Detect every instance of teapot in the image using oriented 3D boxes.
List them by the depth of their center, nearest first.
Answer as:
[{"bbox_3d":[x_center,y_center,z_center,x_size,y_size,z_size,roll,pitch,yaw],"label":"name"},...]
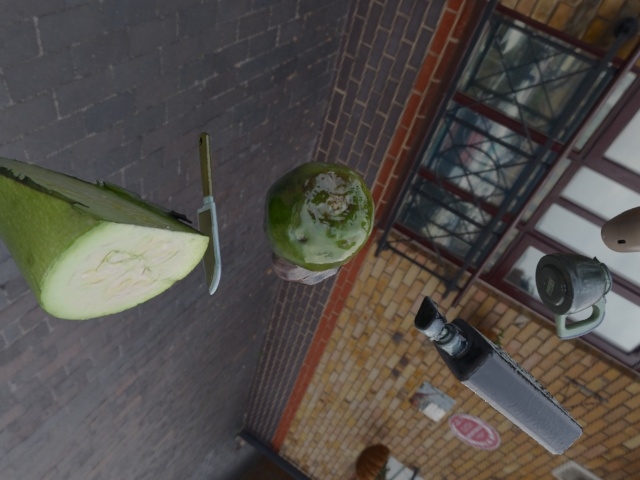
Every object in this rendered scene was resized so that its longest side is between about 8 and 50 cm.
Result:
[{"bbox_3d":[0.460,0.089,0.880,0.111,0.109,0.149,101,-21,-69],"label":"teapot"}]

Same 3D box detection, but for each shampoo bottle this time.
[{"bbox_3d":[0.238,0.187,0.688,0.071,0.310,0.098,-47,-156,10],"label":"shampoo bottle"}]

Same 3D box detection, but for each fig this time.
[{"bbox_3d":[-0.012,-0.017,0.772,0.167,0.167,0.233,-46,165,-42],"label":"fig"}]

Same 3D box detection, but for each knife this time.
[{"bbox_3d":[-0.237,-0.058,1.049,0.027,0.061,0.342,0,80,-45],"label":"knife"}]

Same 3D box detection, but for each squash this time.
[{"bbox_3d":[-0.355,-0.059,0.729,0.210,0.308,0.234,-44,157,18],"label":"squash"}]

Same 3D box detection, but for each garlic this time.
[{"bbox_3d":[0.000,0.000,1.134,0.245,0.161,0.244,-26,135,-29],"label":"garlic"}]

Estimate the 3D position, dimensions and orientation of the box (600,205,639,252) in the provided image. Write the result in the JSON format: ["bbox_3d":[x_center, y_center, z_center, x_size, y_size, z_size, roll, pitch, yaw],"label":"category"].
[{"bbox_3d":[0.738,-0.030,1.125,0.146,0.088,0.200,-28,-179,-8],"label":"box"}]
